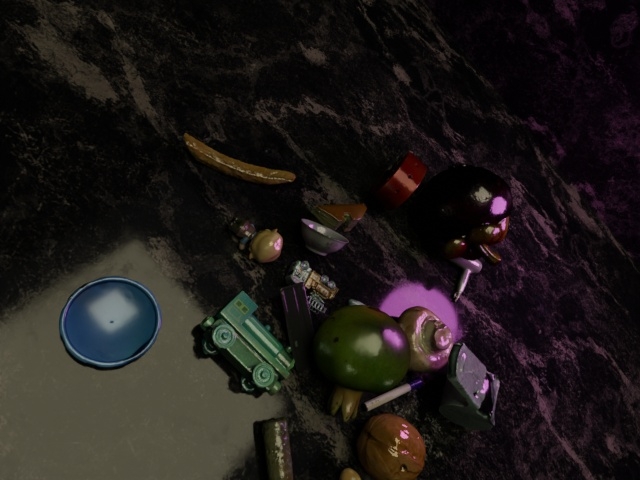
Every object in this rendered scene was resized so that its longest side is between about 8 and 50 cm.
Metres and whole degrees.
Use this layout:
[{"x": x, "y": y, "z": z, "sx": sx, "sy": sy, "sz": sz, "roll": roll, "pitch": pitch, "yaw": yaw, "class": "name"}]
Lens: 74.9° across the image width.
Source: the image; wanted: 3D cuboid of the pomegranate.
[{"x": 0.129, "y": 0.378, "z": 1.279, "sx": 0.310, "sy": 0.216, "sz": 0.358, "roll": 21, "pitch": 81, "yaw": -21, "class": "pomegranate"}]

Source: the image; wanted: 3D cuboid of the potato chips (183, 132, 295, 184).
[{"x": -0.285, "y": -0.260, "z": 1.463, "sx": 0.407, "sy": 0.080, "sz": 0.057, "roll": 17, "pitch": 44, "yaw": -22, "class": "potato chips"}]

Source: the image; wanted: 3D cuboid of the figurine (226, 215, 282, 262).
[{"x": -0.219, "y": -0.004, "z": 1.384, "sx": 0.196, "sy": 0.108, "sz": 0.114, "roll": 28, "pitch": 45, "yaw": 4, "class": "figurine"}]

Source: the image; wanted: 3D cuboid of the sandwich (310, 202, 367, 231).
[{"x": 0.084, "y": -0.088, "z": 1.596, "sx": 0.245, "sy": 0.090, "sz": 0.088, "roll": -3, "pitch": 67, "yaw": -32, "class": "sandwich"}]

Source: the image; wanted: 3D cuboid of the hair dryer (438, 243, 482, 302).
[{"x": 0.590, "y": 0.153, "z": 1.820, "sx": 0.207, "sy": 0.075, "sz": 0.237, "roll": 24, "pitch": 66, "yaw": -12, "class": "hair dryer"}]

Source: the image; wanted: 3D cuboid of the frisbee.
[{"x": -0.550, "y": 0.213, "z": 1.105, "sx": 0.242, "sy": 0.045, "sz": 0.241, "roll": 12, "pitch": 63, "yaw": -25, "class": "frisbee"}]

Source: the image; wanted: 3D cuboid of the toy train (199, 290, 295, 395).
[{"x": -0.206, "y": 0.306, "z": 1.229, "sx": 0.298, "sy": 0.120, "sz": 0.194, "roll": 47, "pitch": 48, "yaw": -4, "class": "toy train"}]

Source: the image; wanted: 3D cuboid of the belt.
[{"x": 0.323, "y": -0.255, "z": 1.735, "sx": 0.115, "sy": 0.227, "sz": 0.323, "roll": 43, "pitch": 35, "yaw": -8, "class": "belt"}]

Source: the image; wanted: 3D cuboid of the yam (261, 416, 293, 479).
[{"x": -0.119, "y": 0.594, "z": 1.173, "sx": 0.078, "sy": 0.078, "sz": 0.179, "roll": 0, "pitch": 69, "yaw": -31, "class": "yam"}]

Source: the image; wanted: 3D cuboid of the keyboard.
[{"x": -0.050, "y": 0.328, "z": 1.341, "sx": 0.104, "sy": 0.041, "sz": 0.380, "roll": -12, "pitch": 84, "yaw": -33, "class": "keyboard"}]

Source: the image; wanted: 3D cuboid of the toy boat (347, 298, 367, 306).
[{"x": 0.171, "y": 0.291, "z": 1.462, "sx": 0.208, "sy": 0.079, "sz": 0.134, "roll": 43, "pitch": 30, "yaw": -5, "class": "toy boat"}]

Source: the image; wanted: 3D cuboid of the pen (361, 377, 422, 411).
[{"x": 0.253, "y": 0.534, "z": 1.449, "sx": 0.269, "sy": 0.033, "sz": 0.033, "roll": -10, "pitch": 74, "yaw": -34, "class": "pen"}]

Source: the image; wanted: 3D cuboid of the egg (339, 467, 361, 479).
[{"x": 0.088, "y": 0.723, "z": 1.241, "sx": 0.071, "sy": 0.071, "sz": 0.083, "roll": -12, "pitch": 72, "yaw": -34, "class": "egg"}]

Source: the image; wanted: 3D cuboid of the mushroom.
[{"x": 0.368, "y": 0.358, "z": 1.510, "sx": 0.255, "sy": 0.184, "sz": 0.254, "roll": 7, "pitch": 78, "yaw": -35, "class": "mushroom"}]

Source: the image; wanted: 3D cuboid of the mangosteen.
[{"x": 0.612, "y": -0.102, "z": 1.763, "sx": 0.383, "sy": 0.382, "sz": 0.434, "roll": -2, "pitch": 85, "yaw": -32, "class": "mangosteen"}]

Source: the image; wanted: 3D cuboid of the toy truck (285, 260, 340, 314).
[{"x": -0.040, "y": 0.157, "z": 1.420, "sx": 0.178, "sy": 0.080, "sz": 0.115, "roll": 38, "pitch": 64, "yaw": -13, "class": "toy truck"}]

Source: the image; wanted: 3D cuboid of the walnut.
[{"x": 0.222, "y": 0.645, "z": 1.287, "sx": 0.222, "sy": 0.195, "sz": 0.195, "roll": 39, "pitch": 54, "yaw": -12, "class": "walnut"}]

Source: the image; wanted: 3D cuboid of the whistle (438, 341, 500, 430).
[{"x": 0.528, "y": 0.518, "z": 1.456, "sx": 0.189, "sy": 0.404, "sz": 0.168, "roll": 12, "pitch": 53, "yaw": 22, "class": "whistle"}]

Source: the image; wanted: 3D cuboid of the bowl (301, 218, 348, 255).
[{"x": 0.000, "y": 0.000, "z": 1.488, "sx": 0.189, "sy": 0.189, "sz": 0.085, "roll": 21, "pitch": 100, "yaw": -22, "class": "bowl"}]
